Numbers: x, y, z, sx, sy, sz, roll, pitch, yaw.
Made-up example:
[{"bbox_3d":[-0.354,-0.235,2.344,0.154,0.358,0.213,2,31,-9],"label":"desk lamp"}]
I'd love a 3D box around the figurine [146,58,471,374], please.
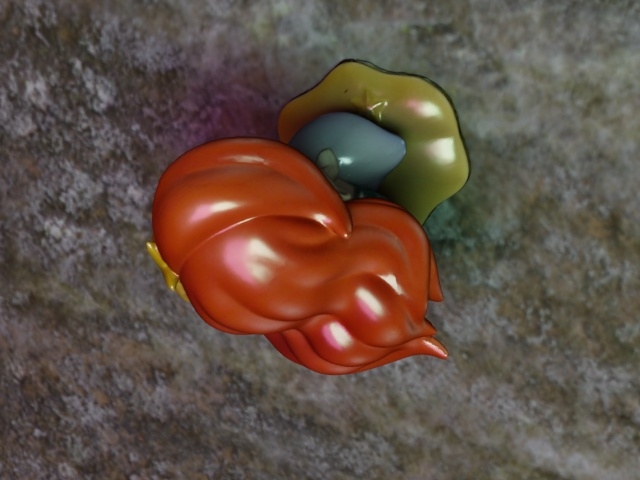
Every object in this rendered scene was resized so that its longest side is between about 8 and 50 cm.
[{"bbox_3d":[0.004,-0.007,1.119,0.180,0.257,0.208,2,117,25],"label":"figurine"}]
